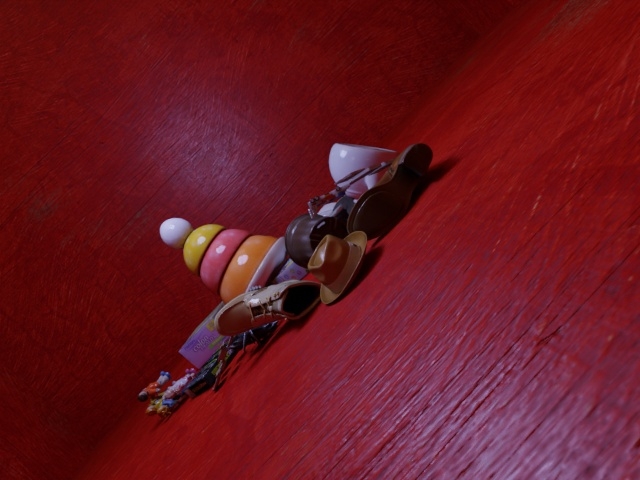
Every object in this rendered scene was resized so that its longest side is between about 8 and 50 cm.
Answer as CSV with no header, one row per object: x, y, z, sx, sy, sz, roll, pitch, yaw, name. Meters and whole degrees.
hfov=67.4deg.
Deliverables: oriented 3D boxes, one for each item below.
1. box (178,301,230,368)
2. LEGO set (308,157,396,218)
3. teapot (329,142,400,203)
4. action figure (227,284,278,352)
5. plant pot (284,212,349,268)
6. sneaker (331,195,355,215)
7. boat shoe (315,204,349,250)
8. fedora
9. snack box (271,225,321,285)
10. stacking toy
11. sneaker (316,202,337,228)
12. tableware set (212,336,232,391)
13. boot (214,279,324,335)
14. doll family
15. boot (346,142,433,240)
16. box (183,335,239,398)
-0.460,0.393,2.061,0.213,0.117,0.243,-45,6,11,box
0.076,-0.137,1.299,0.182,0.060,0.244,-24,-2,-41,LEGO set
0.136,-0.214,1.578,0.256,0.252,0.187,-18,-60,-59,teapot
-0.200,0.219,1.371,0.164,0.141,0.275,-35,6,5,action figure
0.000,0.000,1.352,0.167,0.167,0.165,-49,14,-14,plant pot
0.119,-0.137,1.783,0.222,0.083,0.118,-51,-8,-9,sneaker
0.035,-0.029,1.591,0.095,0.079,0.254,-44,5,35,boat shoe
0.026,0.045,1.062,0.194,0.079,0.194,-54,17,24,fedora
-0.059,0.064,1.666,0.207,0.070,0.174,-41,9,35,snack box
-0.385,0.050,1.785,0.350,0.480,0.350,-62,-3,-5,stacking toy
-0.017,-0.048,1.968,0.292,0.108,0.169,-30,13,34,sneaker
-0.283,0.343,1.387,0.141,0.020,0.168,-94,20,-81,tableware set
-0.129,0.167,1.182,0.262,0.095,0.203,-19,1,-18,boot
-0.542,0.563,1.724,0.263,0.118,0.163,-18,17,37,doll family
0.169,-0.119,1.205,0.283,0.109,0.220,-58,-1,3,boot
-0.349,0.413,1.568,0.191,0.045,0.184,-41,6,46,box
